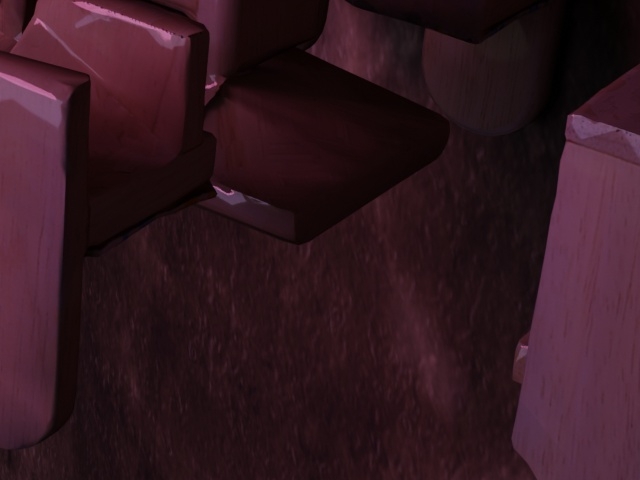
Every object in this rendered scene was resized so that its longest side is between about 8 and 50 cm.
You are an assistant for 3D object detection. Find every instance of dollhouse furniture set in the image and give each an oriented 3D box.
[{"bbox_3d":[0.000,0.000,0.740,0.394,0.362,0.256,22,122,26],"label":"dollhouse furniture set"}]
